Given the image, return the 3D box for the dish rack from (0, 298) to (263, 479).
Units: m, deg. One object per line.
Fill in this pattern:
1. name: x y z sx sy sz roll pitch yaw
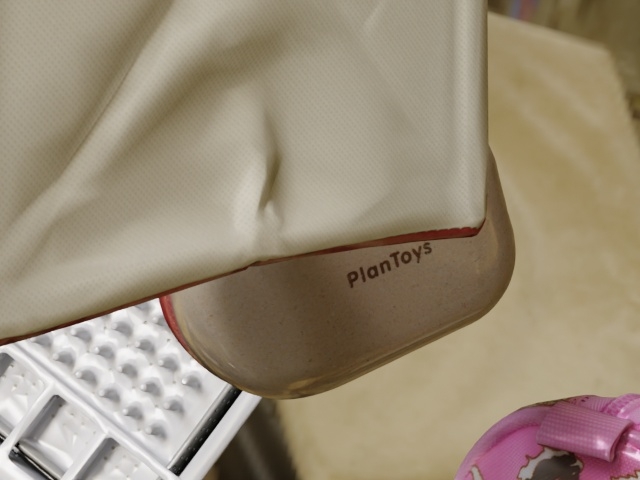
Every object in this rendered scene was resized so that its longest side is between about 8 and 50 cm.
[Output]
1. dish rack: -0.157 0.051 1.586 0.333 0.285 0.072 -54 -12 5

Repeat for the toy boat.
1. toy boat: 0.000 0.000 1.274 0.151 0.231 0.151 26 135 61

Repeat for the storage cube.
1. storage cube: -0.086 -0.091 0.484 0.193 0.183 0.215 9 103 39

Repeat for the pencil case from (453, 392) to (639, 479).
1. pencil case: 0.226 0.179 1.043 0.160 0.386 0.167 -33 61 32
